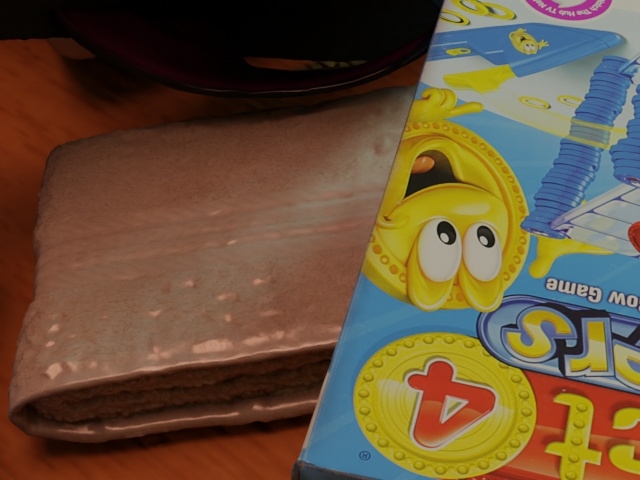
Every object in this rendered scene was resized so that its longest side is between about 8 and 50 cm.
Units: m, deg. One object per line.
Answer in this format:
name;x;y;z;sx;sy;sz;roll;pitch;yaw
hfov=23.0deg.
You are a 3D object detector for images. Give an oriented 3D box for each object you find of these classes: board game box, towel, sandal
board game box;0.171;0.025;0.591;0.308;0.086;0.302;12;46;7
towel;0.000;0.000;0.739;0.282;0.049;0.187;-8;40;4
sandal;-0.046;-0.125;0.751;0.446;0.167;0.107;-5;55;-24

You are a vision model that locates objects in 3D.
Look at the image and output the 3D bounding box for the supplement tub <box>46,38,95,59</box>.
supplement tub;-0.052;-0.228;0.889;0.272;0.191;0.191;-19;42;-5
